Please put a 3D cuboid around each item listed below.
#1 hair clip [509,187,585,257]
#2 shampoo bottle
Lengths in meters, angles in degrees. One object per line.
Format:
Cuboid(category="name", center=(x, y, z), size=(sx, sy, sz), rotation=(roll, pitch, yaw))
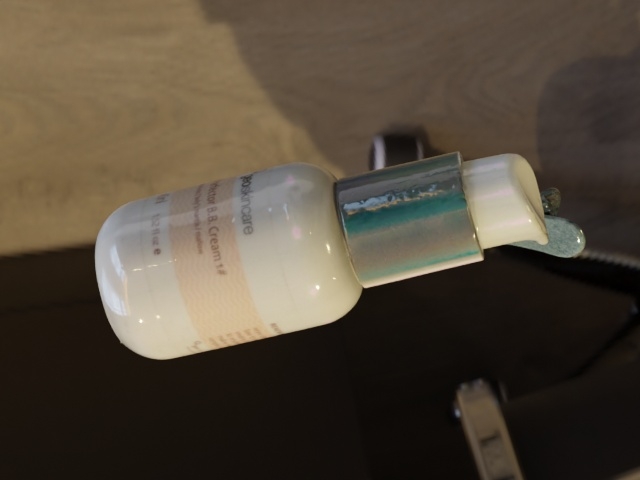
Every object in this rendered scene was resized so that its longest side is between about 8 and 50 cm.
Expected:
Cuboid(category="hair clip", center=(0.097, -0.007, 1.240), size=(0.229, 0.070, 0.039), rotation=(-5, 126, -10))
Cuboid(category="shampoo bottle", center=(0.000, 0.000, 0.660), size=(0.192, 0.074, 0.074), rotation=(-13, 124, 11))
